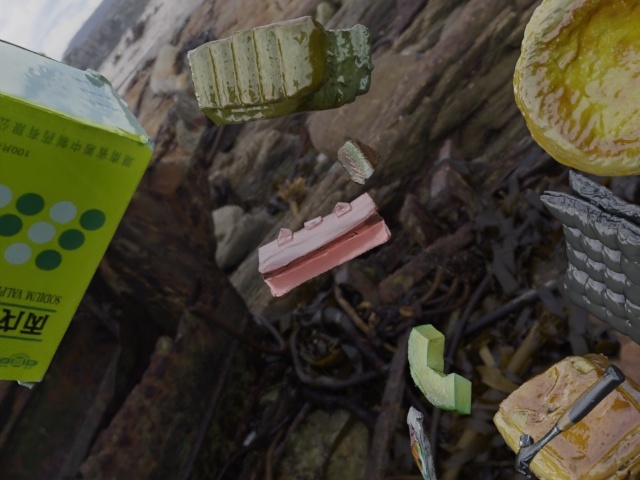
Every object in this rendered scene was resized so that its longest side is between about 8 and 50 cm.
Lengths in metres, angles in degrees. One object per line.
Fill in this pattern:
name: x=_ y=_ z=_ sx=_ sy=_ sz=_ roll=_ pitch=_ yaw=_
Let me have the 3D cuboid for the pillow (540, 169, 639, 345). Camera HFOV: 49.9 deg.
pillow: x=0.544 y=0.043 z=1.277 sx=0.101 sy=0.326 sz=0.228 roll=-36 pitch=39 yaw=-10

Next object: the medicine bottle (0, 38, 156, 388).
medicine bottle: x=-0.255 y=-0.020 z=0.542 sx=0.141 sy=0.137 sz=0.250 roll=46 pitch=113 yaw=41

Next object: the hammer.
hammer: x=0.293 y=0.219 z=0.824 sx=0.201 sy=0.021 sz=0.078 roll=-61 pitch=-6 yaw=37

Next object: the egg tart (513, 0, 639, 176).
egg tart: x=0.430 y=-0.252 z=0.989 sx=0.319 sy=0.319 sz=0.128 roll=-42 pitch=9 yaw=23

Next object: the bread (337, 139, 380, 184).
bread: x=0.057 y=-0.125 z=1.054 sx=0.043 sy=0.062 sz=0.109 roll=-49 pitch=9 yaw=21

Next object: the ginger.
ginger: x=0.656 y=0.362 z=1.627 sx=0.173 sy=0.165 sz=0.321 roll=-6 pitch=3 yaw=9

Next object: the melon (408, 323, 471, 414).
melon: x=0.242 y=0.273 z=1.419 sx=0.209 sy=0.064 sz=0.118 roll=49 pitch=124 yaw=53

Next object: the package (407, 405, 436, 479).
package: x=0.206 y=0.441 z=1.332 sx=0.040 sy=0.231 sz=0.166 roll=-14 pitch=4 yaw=0

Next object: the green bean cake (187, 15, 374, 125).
green bean cake: x=-0.050 y=-0.252 z=1.041 sx=0.233 sy=0.124 sz=0.236 roll=-5 pitch=10 yaw=27

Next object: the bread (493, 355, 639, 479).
bread: x=0.420 y=0.302 z=1.136 sx=0.210 sy=0.099 sz=0.235 roll=-35 pitch=30 yaw=-4

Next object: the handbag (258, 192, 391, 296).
handbag: x=0.000 y=0.000 z=1.119 sx=0.213 sy=0.059 sz=0.157 roll=-27 pitch=19 yaw=4
